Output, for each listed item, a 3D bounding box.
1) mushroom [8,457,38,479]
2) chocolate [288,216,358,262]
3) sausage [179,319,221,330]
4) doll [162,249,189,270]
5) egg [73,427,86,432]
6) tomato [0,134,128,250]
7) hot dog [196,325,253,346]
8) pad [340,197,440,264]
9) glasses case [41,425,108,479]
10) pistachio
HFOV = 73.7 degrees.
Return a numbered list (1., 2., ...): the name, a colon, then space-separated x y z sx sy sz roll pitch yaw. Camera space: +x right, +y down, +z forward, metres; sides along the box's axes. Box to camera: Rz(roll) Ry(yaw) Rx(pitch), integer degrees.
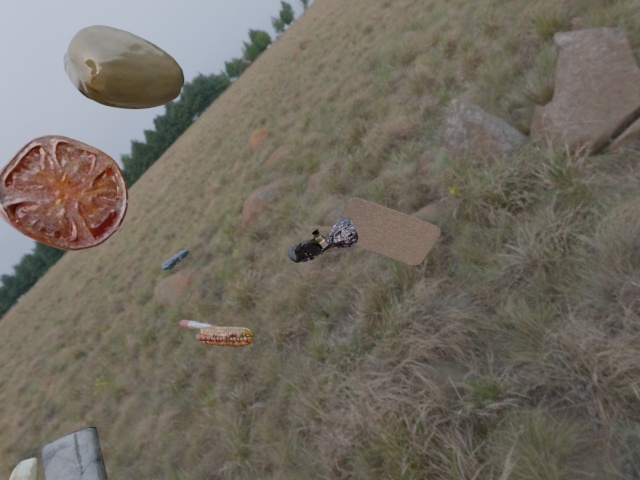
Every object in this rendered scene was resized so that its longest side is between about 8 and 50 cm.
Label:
1. mushroom: -0.690 0.620 0.987 0.084 0.071 0.209 -19 65 6
2. chocolate: 0.000 0.002 0.852 0.147 0.072 0.070 -17 53 -18
3. sausage: -0.408 0.297 1.468 0.223 0.029 0.029 2 48 32
4. doll: -0.399 0.053 1.185 0.037 0.027 0.125 -28 11 19
5. egg: -0.659 0.561 1.160 0.096 0.080 0.080 -41 22 -4
6. tomato: -0.522 -0.091 0.865 0.095 0.236 0.236 -6 44 44
7. hot dog: -0.245 0.248 1.098 0.038 0.144 0.062 -96 13 -52
8. pad: 0.182 -0.021 1.190 0.176 0.266 0.002 109 -179 -48
9. glasses case: -0.498 0.558 0.897 0.114 0.299 0.060 -19 -29 -23
10. pistachio: -0.341 -0.298 0.751 0.206 0.130 0.131 -19 -39 -55
